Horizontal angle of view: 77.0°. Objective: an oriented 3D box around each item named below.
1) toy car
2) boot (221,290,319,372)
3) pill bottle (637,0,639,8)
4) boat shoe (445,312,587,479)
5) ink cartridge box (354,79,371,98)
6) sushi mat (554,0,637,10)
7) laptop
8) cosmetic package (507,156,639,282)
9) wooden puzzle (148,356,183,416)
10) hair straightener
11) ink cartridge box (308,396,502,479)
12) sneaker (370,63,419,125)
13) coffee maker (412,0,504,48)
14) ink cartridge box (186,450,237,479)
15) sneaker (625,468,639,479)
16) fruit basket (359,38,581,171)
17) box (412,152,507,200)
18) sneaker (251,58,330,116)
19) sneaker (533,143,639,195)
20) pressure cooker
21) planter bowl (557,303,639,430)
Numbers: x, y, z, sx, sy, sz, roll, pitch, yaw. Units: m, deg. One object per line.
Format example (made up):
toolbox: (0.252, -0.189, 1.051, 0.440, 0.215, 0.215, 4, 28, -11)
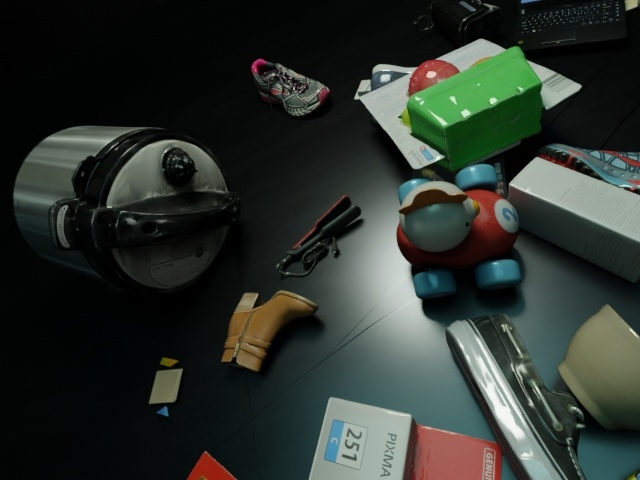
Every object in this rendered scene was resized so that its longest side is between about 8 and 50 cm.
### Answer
toy car: (0.215, -0.034, 0.658, 0.210, 0.238, 0.219, -11, 72, 19)
boot: (-0.101, 0.181, 0.790, 0.197, 0.073, 0.152, -7, 53, 34)
pill bottle: (0.820, -0.515, 0.833, 0.136, 0.136, 0.246, -42, 52, -8)
boat shoe: (0.294, 0.237, 0.546, 0.119, 0.121, 0.335, -23, 51, 4)
ink cartridge box: (0.136, -0.426, 1.134, 0.083, 0.028, 0.048, 5, 59, 26)
sushi mat: (0.764, -0.623, 1.009, 0.317, 0.019, 0.151, -17, 53, 11)
laptop: (0.600, -0.602, 0.964, 0.234, 0.136, 0.264, 5, 60, 27)
cosmetic package: (0.443, -0.039, 0.679, 0.085, 0.117, 0.231, -43, 53, -10)
wooden puzzle: (-0.319, 0.302, 0.835, 0.079, 0.014, 0.116, -7, 55, 24)
hair straightener: (0.000, 0.000, 0.885, 0.230, 0.047, 0.089, -39, 51, -6)
ink cartridge box: (0.102, 0.397, 0.555, 0.261, 0.066, 0.296, 2, 58, 25)
sneaker: (0.229, -0.358, 1.017, 0.226, 0.086, 0.163, 8, 69, 18)
coffee maker: (0.380, -0.597, 1.109, 0.171, 0.120, 0.178, -40, 46, 24)
ink cartridge box: (-0.191, 0.508, 0.608, 0.239, 0.060, 0.275, 20, 67, 31)
sneaker: (0.453, 0.288, 0.489, 0.144, 0.053, 0.059, -34, 50, 9)
fruit basket: (0.283, -0.300, 0.858, 0.327, 0.165, 0.353, -25, 37, 4)
box: (0.293, -0.155, 0.861, 0.183, 0.056, 0.231, -1, 57, 22)
sneaker: (-0.101, -0.460, 1.207, 0.299, 0.112, 0.120, 27, 71, 34)
sneaker: (0.522, -0.107, 0.723, 0.125, 0.104, 0.262, -34, 53, -24)
pressure cooker: (-0.411, -0.071, 0.902, 0.421, 0.375, 0.369, 10, 59, 29)
planter bowl: (0.395, 0.181, 0.534, 0.109, 0.162, 0.162, -44, 47, 21)
